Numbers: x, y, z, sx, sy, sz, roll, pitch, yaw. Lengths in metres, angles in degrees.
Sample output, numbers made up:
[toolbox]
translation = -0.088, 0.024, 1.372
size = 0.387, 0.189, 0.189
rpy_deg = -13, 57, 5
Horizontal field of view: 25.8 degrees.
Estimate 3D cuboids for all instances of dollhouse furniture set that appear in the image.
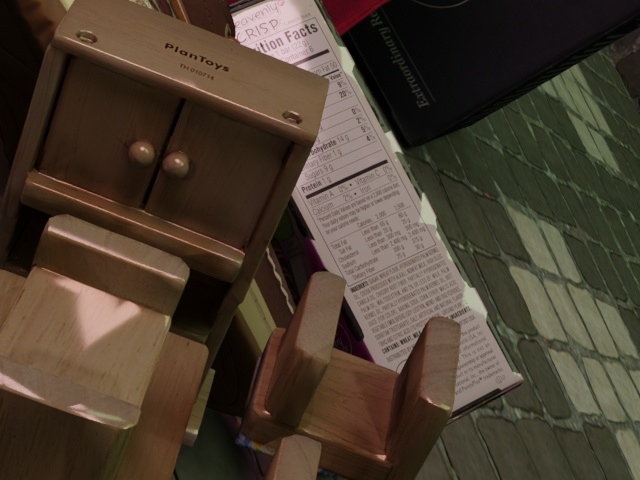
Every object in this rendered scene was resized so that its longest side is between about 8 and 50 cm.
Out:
[dollhouse furniture set]
translation = -0.083, 0.051, 0.455
size = 0.212, 0.161, 0.242
rpy_deg = 21, 34, -6

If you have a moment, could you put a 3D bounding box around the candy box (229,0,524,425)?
[candy box]
translation = 0.000, 0.000, 0.748
size = 0.233, 0.071, 0.159
rpy_deg = 63, -19, 8

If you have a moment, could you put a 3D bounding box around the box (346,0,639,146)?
[box]
translation = 0.196, -0.309, 1.240
size = 0.293, 0.395, 0.212
rpy_deg = 61, 21, 2

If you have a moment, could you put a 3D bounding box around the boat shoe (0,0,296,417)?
[boat shoe]
translation = -0.082, -0.080, 0.626
size = 0.123, 0.123, 0.342
rpy_deg = -41, 110, -34

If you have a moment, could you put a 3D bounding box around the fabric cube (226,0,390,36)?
[fabric cube]
translation = -0.031, -0.302, 0.925
size = 0.254, 0.259, 0.258
rpy_deg = 48, 24, -30
